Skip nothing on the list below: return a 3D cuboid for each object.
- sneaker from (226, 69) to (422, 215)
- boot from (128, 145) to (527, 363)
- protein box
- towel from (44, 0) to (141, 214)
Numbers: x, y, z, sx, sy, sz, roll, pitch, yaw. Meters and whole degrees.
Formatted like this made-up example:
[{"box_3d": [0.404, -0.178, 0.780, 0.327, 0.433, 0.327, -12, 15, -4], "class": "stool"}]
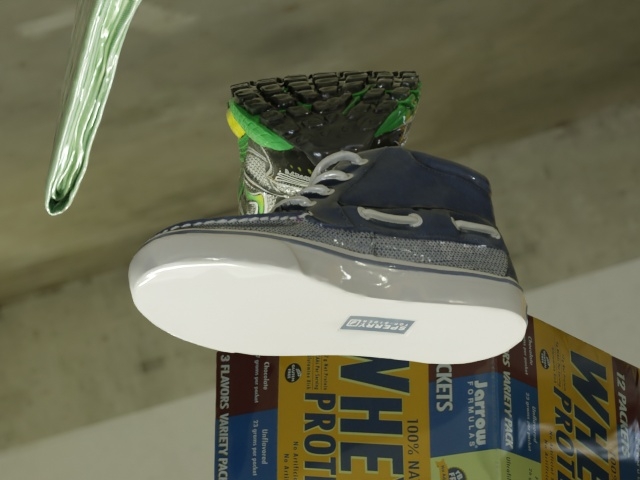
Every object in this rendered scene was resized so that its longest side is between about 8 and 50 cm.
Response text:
[{"box_3d": [0.004, -0.047, 1.399, 0.134, 0.146, 0.343, -6, 179, -4], "class": "sneaker"}, {"box_3d": [0.000, 0.000, 0.830, 0.190, 0.086, 0.069, 10, 142, -32], "class": "boot"}, {"box_3d": [0.071, 0.138, 1.193, 0.201, 0.136, 0.200, -13, 157, 32], "class": "protein box"}, {"box_3d": [-0.151, -0.215, 1.428, 0.038, 0.325, 0.248, 13, 136, -11], "class": "towel"}]
